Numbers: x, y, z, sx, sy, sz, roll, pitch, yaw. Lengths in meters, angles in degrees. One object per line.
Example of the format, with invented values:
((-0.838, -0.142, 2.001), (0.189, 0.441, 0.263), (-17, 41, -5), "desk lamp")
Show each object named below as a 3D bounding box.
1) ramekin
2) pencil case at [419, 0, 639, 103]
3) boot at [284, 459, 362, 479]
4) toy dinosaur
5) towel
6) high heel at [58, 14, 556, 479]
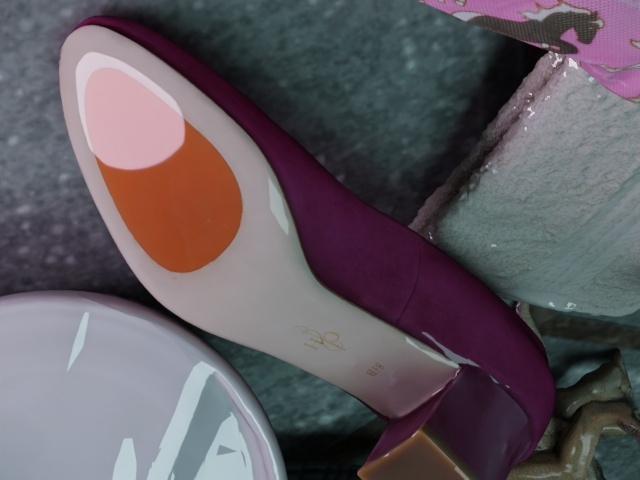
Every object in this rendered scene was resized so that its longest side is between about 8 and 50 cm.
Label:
((-0.155, 0.154, 0.912), (0.272, 0.127, 0.273), (0, 99, -3), "ramekin")
((0.049, -0.205, 0.641), (0.386, 0.160, 0.167), (25, 155, -21), "pencil case")
((-0.046, 0.269, 1.104), (0.338, 0.118, 0.223), (16, 132, 3), "boot")
((0.155, 0.185, 1.105), (0.200, 0.127, 0.296), (-18, 129, 10), "toy dinosaur")
((0.177, -0.033, 0.893), (0.187, 0.049, 0.282), (9, 147, -18), "towel")
((0.000, 0.000, 0.886), (0.127, 0.181, 0.377), (-29, 103, 33), "high heel")
